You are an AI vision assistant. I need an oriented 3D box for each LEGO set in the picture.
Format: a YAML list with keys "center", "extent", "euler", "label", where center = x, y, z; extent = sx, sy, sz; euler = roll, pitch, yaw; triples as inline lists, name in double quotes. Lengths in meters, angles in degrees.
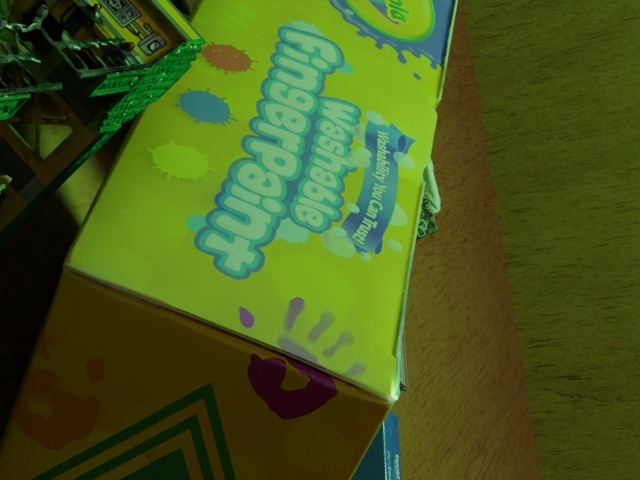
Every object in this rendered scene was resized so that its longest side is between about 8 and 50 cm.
- center: [-0.214, -0.074, 0.529]
  extent: [0.192, 0.255, 0.331]
  euler: [48, 25, 1]
  label: "LEGO set"

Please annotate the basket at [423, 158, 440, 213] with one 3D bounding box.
- center: [0.056, -0.087, 1.665]
  extent: [0.103, 0.167, 0.113]
  euler: [-79, 155, -61]
  label: "basket"

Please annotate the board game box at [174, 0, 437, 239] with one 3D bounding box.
- center: [-0.029, -0.151, 1.182]
  extent: [0.232, 0.141, 0.291]
  euler: [-117, -173, -51]
  label: "board game box"

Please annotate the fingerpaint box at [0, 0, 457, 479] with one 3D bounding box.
- center: [-0.072, 0.047, 0.843]
  extent: [0.445, 0.163, 0.371]
  euler: [-75, -171, -54]
  label: "fingerpaint box"

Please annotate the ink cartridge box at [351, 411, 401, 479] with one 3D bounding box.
- center: [-0.039, 0.196, 1.106]
  extent: [0.046, 0.207, 0.097]
  euler: [46, 39, -61]
  label: "ink cartridge box"

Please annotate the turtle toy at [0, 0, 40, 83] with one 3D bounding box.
- center: [-0.218, -0.150, 0.922]
  extent: [0.095, 0.066, 0.130]
  euler: [111, -15, -54]
  label: "turtle toy"

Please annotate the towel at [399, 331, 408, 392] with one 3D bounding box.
- center: [0.085, 0.121, 1.908]
  extent: [0.197, 0.029, 0.144]
  euler: [52, 33, -64]
  label: "towel"

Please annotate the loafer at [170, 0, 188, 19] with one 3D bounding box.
- center: [-0.148, -0.136, 1.021]
  extent: [0.268, 0.102, 0.092]
  euler: [-99, -163, -68]
  label: "loafer"
